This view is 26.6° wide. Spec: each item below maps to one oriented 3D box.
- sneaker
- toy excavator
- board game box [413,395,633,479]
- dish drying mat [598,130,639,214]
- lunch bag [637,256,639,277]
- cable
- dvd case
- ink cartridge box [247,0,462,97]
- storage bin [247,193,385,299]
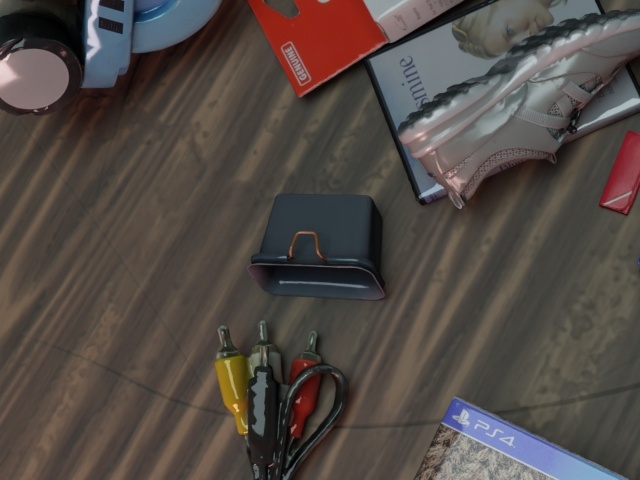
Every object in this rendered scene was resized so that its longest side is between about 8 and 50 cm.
[{"bbox_3d":[0.219,-0.137,1.348,0.281,0.105,0.115,-30,103,4],"label":"sneaker"},{"bbox_3d":[-0.146,-0.363,1.441,0.445,0.433,0.222,-4,43,-18],"label":"toy excavator"},{"bbox_3d":[0.172,0.326,1.219,0.232,0.141,0.291,24,84,22],"label":"board game box"},{"bbox_3d":[0.307,-0.068,1.355,0.032,0.008,0.083,20,83,22],"label":"dish drying mat"},{"bbox_3d":[0.350,0.030,1.284,0.098,0.065,0.067,10,79,19],"label":"lunch bag"},{"bbox_3d":[-0.045,0.227,1.378,0.139,0.072,0.287,3,88,1],"label":"cable"},{"bbox_3d":[0.187,-0.166,1.412,0.253,0.022,0.180,-24,70,11],"label":"dvd case"},{"bbox_3d":[0.016,-0.329,1.481,0.239,0.060,0.275,-30,64,7],"label":"ink cartridge box"},{"bbox_3d":[0.000,0.000,1.394,0.135,0.098,0.091,1,65,18],"label":"storage bin"}]
